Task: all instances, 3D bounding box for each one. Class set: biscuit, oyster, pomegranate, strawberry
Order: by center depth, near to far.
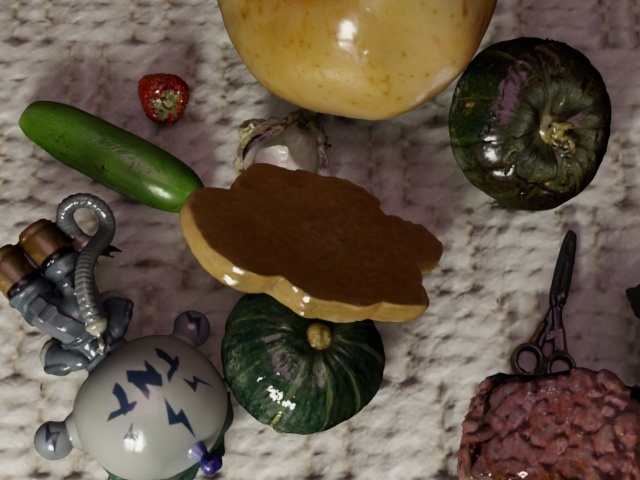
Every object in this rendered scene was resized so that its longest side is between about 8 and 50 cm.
[{"bbox_3d":[-0.002,0.003,1.430,0.376,0.051,0.269,4,42,-32],"label":"biscuit"},{"bbox_3d":[0.040,-0.355,1.471,0.411,0.411,0.412,0,72,-1],"label":"pomegranate"},{"bbox_3d":[-0.045,-0.110,1.561,0.163,0.081,0.191,46,77,-15],"label":"oyster"},{"bbox_3d":[-0.224,-0.205,1.592,0.073,0.073,0.083,-37,43,-12],"label":"strawberry"}]

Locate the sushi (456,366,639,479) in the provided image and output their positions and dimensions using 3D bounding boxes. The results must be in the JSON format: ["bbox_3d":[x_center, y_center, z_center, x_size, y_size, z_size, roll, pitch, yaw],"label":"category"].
[{"bbox_3d":[0.298,0.258,1.363,0.270,0.236,0.171,-1,61,33],"label":"sushi"}]

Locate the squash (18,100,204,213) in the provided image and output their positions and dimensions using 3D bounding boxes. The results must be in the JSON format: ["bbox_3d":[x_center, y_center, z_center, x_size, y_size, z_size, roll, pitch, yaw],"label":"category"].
[{"bbox_3d":[-0.290,-0.117,1.549,0.292,0.082,0.082,27,73,8],"label":"squash"}]

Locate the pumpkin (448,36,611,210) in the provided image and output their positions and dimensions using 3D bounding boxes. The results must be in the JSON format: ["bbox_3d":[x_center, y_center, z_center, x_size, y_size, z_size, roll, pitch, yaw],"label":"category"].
[{"bbox_3d":[0.284,-0.156,1.496,0.238,0.159,0.238,-8,105,-31],"label":"pumpkin"}]

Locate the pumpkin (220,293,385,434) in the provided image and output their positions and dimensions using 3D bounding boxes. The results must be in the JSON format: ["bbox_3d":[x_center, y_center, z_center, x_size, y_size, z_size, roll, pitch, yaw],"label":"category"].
[{"bbox_3d":[-0.023,0.146,1.426,0.211,0.152,0.212,5,65,-11],"label":"pumpkin"}]

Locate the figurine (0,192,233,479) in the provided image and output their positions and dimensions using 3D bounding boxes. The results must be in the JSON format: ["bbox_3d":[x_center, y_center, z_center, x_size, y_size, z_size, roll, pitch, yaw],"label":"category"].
[{"bbox_3d":[-0.263,0.157,1.410,0.261,0.186,0.382,-41,81,-7],"label":"figurine"}]

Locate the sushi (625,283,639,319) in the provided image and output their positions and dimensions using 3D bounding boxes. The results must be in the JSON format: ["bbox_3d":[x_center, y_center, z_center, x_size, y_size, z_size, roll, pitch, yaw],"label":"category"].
[{"bbox_3d":[0.553,0.202,1.453,0.296,0.100,0.373,-17,79,-22],"label":"sushi"}]

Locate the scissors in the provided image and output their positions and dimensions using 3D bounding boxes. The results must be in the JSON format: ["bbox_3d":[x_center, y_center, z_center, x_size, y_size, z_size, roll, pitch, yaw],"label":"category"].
[{"bbox_3d":[0.319,0.088,1.524,0.088,0.017,0.220,15,72,5],"label":"scissors"}]
